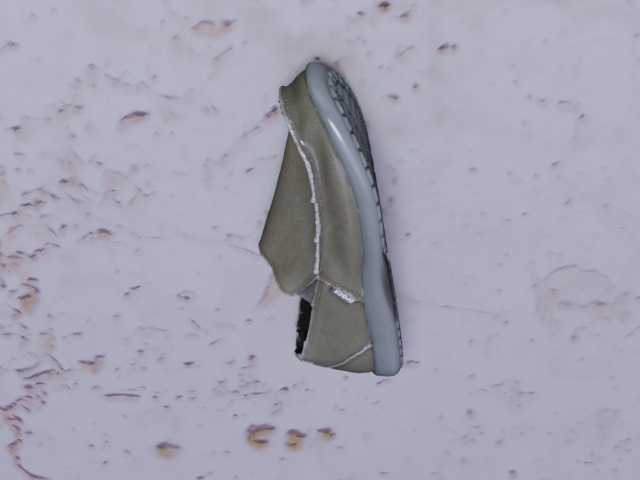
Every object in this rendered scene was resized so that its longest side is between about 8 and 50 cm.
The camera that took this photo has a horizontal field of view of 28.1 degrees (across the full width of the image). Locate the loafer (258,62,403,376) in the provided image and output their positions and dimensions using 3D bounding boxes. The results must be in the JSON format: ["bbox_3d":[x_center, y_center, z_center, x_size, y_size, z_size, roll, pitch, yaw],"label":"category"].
[{"bbox_3d":[0.000,0.000,0.855,0.088,0.094,0.251,-9,125,3],"label":"loafer"}]
